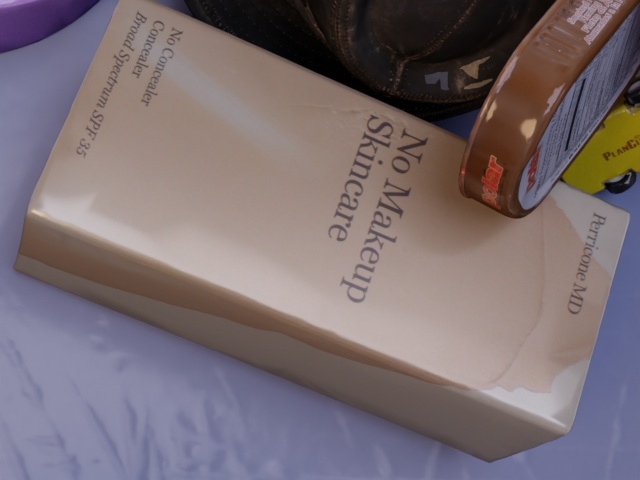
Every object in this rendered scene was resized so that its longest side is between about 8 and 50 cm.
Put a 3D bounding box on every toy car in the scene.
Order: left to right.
[{"bbox_3d":[0.271,-0.125,0.877,0.239,0.225,0.053,4,34,10],"label":"toy car"}]

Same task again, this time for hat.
[{"bbox_3d":[0.074,-0.175,0.762,0.331,0.331,0.134,13,34,-18],"label":"hat"}]

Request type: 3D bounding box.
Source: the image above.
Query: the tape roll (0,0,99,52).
[{"bbox_3d":[-0.220,-0.247,0.794,0.274,0.090,0.275,4,78,-19],"label":"tape roll"}]

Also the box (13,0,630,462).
[{"bbox_3d":[0.000,0.000,0.789,0.311,0.121,0.148,22,70,-9],"label":"box"}]

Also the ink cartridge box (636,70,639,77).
[{"bbox_3d":[0.153,-0.255,0.885,0.309,0.272,0.130,15,36,-17],"label":"ink cartridge box"}]

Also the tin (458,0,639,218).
[{"bbox_3d":[0.135,-0.090,0.733,0.040,0.106,0.190,28,58,22],"label":"tin"}]
